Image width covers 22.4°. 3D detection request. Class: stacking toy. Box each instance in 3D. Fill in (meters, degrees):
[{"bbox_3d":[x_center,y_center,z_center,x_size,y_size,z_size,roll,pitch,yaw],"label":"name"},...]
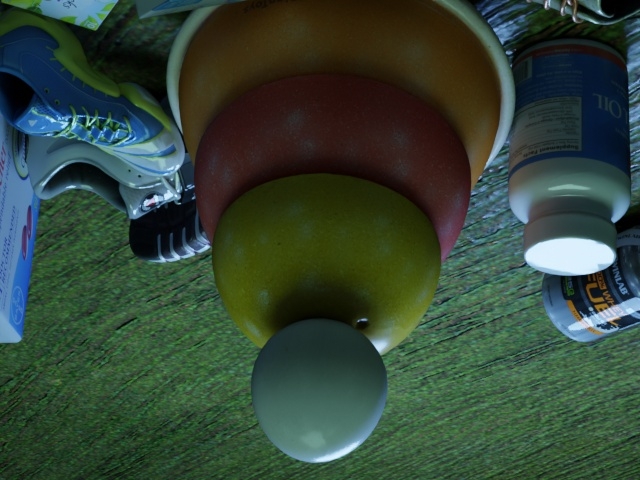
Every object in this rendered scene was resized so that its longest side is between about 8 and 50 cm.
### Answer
[{"bbox_3d":[0.000,0.000,1.498,0.351,0.480,0.350,4,139,4],"label":"stacking toy"}]

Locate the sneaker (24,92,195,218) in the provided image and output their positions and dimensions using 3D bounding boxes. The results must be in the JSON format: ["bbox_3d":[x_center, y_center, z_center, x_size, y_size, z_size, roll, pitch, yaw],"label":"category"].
[{"bbox_3d":[-0.162,-0.086,1.784,0.331,0.146,0.122,0,153,4],"label":"sneaker"}]

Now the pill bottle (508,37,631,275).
[{"bbox_3d":[0.252,-0.082,1.638,0.124,0.221,0.124,3,155,1],"label":"pill bottle"}]

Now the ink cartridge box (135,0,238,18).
[{"bbox_3d":[-0.067,-0.244,1.418,0.181,0.061,0.104,-13,-175,-21],"label":"ink cartridge box"}]

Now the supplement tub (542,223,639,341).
[{"bbox_3d":[0.380,0.050,2.026,0.117,0.117,0.190,20,150,-31],"label":"supplement tub"}]

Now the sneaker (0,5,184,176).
[{"bbox_3d":[-0.250,-0.125,1.639,0.240,0.126,0.091,40,133,-14],"label":"sneaker"}]

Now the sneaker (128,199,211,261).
[{"bbox_3d":[-0.090,-0.020,1.961,0.281,0.106,0.162,-18,150,38],"label":"sneaker"}]

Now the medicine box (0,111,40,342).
[{"bbox_3d":[-0.412,-0.061,1.723,0.149,0.263,0.289,0,155,7],"label":"medicine box"}]

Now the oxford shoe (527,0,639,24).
[{"bbox_3d":[0.192,-0.255,1.365,0.397,0.146,0.140,-9,152,25],"label":"oxford shoe"}]

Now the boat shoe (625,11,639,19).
[{"bbox_3d":[0.355,-0.242,1.456,0.233,0.079,0.084,-17,150,39],"label":"boat shoe"}]

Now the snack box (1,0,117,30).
[{"bbox_3d":[-0.234,-0.260,1.542,0.100,0.037,0.141,14,153,-23],"label":"snack box"}]
